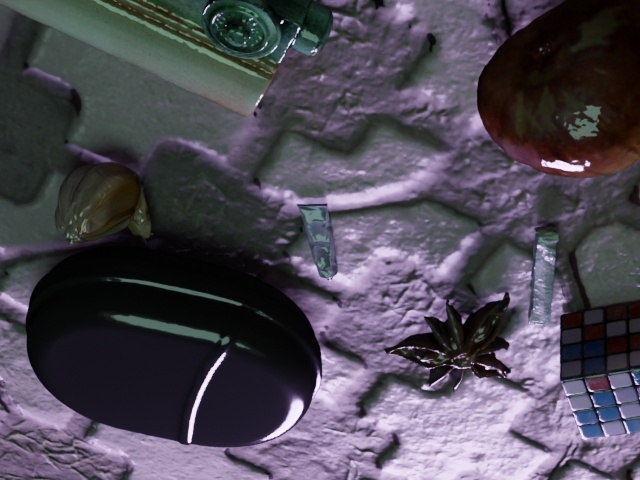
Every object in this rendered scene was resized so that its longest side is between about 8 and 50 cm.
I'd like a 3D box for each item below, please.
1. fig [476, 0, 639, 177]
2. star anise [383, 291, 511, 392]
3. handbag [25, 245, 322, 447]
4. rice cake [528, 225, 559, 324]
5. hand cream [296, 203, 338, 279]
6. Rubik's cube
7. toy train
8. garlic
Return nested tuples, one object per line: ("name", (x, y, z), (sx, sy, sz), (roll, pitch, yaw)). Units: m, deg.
("fig", (0.233, -0.124, 1.099), (0.160, 0.231, 0.143), (-35, 75, 32))
("star anise", (0.128, 0.104, 1.345), (0.129, 0.056, 0.124), (-9, 129, -2))
("handbag", (-0.152, 0.119, 1.373), (0.308, 0.093, 0.254), (14, 139, -4))
("rice cake", (0.214, 0.034, 1.293), (0.022, 0.021, 0.121), (-3, 131, 0))
("hand cream", (0.000, 0.000, 1.308), (0.030, 0.019, 0.093), (-2, 124, 14))
("Rubik's cube", (0.290, 0.127, 1.315), (0.092, 0.092, 0.092), (-12, 129, 20))
("toy train", (-0.137, -0.202, 1.094), (0.285, 0.116, 0.177), (23, 143, -11))
("garlic", (-0.214, -0.032, 1.276), (0.074, 0.094, 0.113), (50, 145, 22))
